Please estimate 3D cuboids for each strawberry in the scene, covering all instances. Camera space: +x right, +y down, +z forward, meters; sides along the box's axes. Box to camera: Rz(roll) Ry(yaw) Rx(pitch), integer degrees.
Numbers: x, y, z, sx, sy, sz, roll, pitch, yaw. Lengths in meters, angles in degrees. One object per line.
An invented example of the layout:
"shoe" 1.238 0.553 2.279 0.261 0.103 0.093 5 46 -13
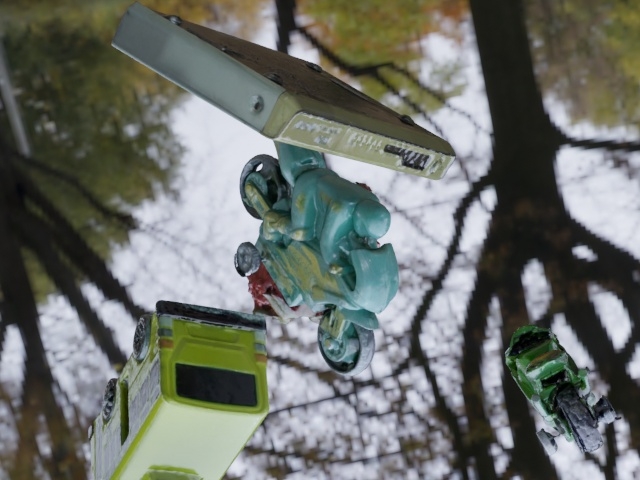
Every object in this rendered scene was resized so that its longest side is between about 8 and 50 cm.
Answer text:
"strawberry" -0.012 0.007 1.817 0.167 0.208 0.087 3 162 14

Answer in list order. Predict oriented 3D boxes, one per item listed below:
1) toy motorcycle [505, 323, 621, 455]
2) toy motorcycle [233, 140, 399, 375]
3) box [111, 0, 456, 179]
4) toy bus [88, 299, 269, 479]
"toy motorcycle" 0.212 0.129 1.296 0.074 0.106 0.190 -28 -175 3
"toy motorcycle" -0.001 -0.002 1.660 0.109 0.296 0.198 -9 147 -43
"box" -0.025 -0.123 1.204 0.211 0.045 0.270 34 -167 32
"toy bus" -0.155 0.191 1.516 0.128 0.262 0.150 10 -132 -21
